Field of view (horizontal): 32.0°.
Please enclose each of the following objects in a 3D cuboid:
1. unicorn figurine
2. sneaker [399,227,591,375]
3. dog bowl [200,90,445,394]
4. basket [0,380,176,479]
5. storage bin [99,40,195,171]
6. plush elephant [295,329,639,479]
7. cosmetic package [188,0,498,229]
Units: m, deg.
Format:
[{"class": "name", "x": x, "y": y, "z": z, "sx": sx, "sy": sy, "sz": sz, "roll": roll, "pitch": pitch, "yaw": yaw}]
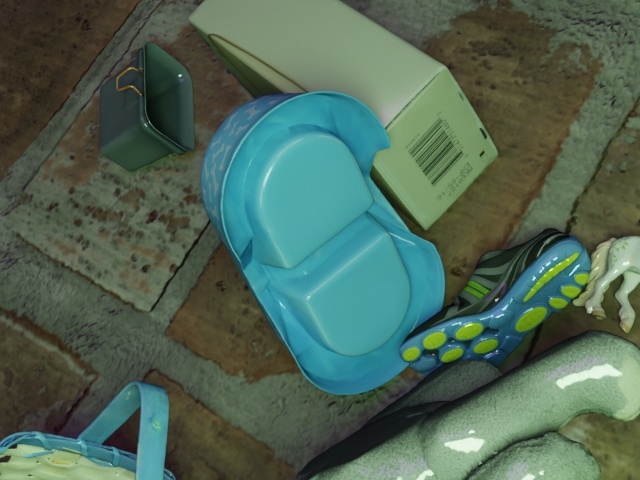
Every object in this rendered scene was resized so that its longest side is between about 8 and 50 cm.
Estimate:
[{"class": "unicorn figurine", "x": 0.292, "y": 0.025, "z": 0.927, "sx": 0.162, "sy": 0.060, "sz": 0.111, "roll": 12, "pitch": 69, "yaw": 34}, {"class": "sneaker", "x": 0.154, "y": 0.057, "z": 0.993, "sx": 0.188, "sy": 0.067, "sz": 0.078, "roll": -38, "pitch": 24, "yaw": 10}, {"class": "dog bowl", "x": 0.000, "y": 0.000, "z": 0.970, "sx": 0.166, "sy": 0.297, "sz": 0.074, "roll": -38, "pitch": 35, "yaw": -17}, {"class": "basket", "x": -0.202, "y": 0.279, "z": 0.922, "sx": 0.289, "sy": 0.201, "sz": 0.254, "roll": -37, "pitch": 42, "yaw": 42}, {"class": "storage bin", "x": -0.213, "y": -0.151, "z": 1.304, "sx": 0.091, "sy": 0.098, "sz": 0.135, "roll": -27, "pitch": 51, "yaw": 25}, {"class": "plush elephant", "x": 0.108, "y": 0.247, "z": 0.794, "sx": 0.330, "sy": 0.255, "sz": 0.272, "roll": -28, "pitch": -1, "yaw": -29}, {"class": "cosmetic package", "x": 0.018, "y": -0.158, "z": 1.130, "sx": 0.113, "sy": 0.160, "sz": 0.309, "roll": -47, "pitch": 49, "yaw": -3}]
